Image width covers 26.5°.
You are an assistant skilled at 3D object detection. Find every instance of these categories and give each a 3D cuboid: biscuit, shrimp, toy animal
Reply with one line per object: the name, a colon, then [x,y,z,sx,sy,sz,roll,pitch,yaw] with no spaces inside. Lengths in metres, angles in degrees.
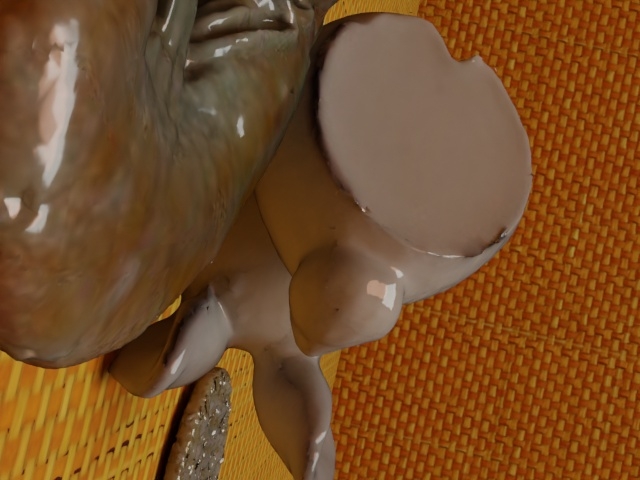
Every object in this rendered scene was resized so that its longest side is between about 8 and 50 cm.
biscuit: [-0.083,0.152,0.871,0.152,0.020,0.152,14,90,-84]
shrimp: [-0.042,-0.086,0.461,0.317,0.077,0.168,-67,166,-50]
toy animal: [0.000,0.001,0.620,0.193,0.127,0.178,-43,-152,42]
